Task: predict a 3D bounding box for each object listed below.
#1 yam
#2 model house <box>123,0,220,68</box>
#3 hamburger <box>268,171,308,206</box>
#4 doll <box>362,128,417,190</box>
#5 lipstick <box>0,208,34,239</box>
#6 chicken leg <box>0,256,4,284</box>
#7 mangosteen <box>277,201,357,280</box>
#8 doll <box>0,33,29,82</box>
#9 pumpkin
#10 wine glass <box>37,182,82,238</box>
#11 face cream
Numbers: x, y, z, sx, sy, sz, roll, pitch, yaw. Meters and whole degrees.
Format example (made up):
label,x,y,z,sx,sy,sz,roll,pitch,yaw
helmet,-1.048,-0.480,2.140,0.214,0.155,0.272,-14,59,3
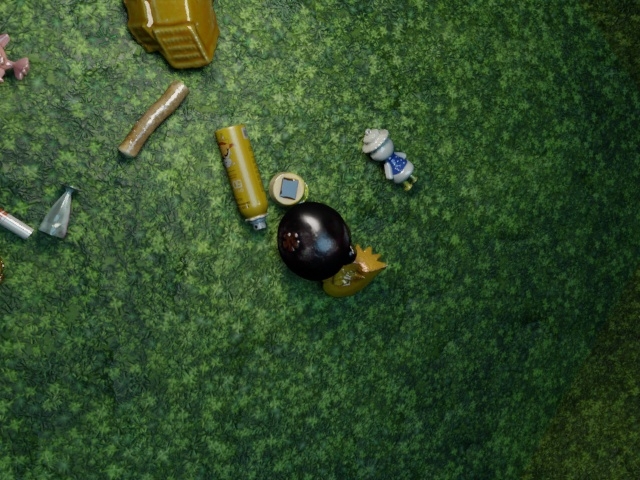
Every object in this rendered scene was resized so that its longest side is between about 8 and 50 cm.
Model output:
label,x,y,z,sx,sy,sz,roll,pitch,yaw
yam,-0.520,-0.377,1.484,0.066,0.066,0.299,41,79,-21
model house,-0.444,-0.651,1.464,0.269,0.173,0.238,-3,110,7
hamburger,-0.110,-0.178,1.666,0.141,0.081,0.126,-7,94,-11
doll,0.261,-0.311,1.807,0.293,0.119,0.138,44,68,-25
lipstick,-0.886,-0.053,1.356,0.131,0.038,0.038,39,78,-21
chicken leg,-0.949,0.116,1.325,0.178,0.070,0.093,-45,91,-7
mangosteen,0.000,0.000,1.643,0.303,0.275,0.274,-5,96,-46
doll,-0.932,-0.490,1.278,0.262,0.093,0.210,11,82,-21
pumpkin,0.106,0.116,1.783,0.254,0.130,0.149,-16,144,-13
wine glass,-0.756,-0.087,1.393,0.074,0.073,0.154,24,84,-23
face cream,-0.251,-0.203,1.589,0.105,0.105,0.348,-20,101,-21
